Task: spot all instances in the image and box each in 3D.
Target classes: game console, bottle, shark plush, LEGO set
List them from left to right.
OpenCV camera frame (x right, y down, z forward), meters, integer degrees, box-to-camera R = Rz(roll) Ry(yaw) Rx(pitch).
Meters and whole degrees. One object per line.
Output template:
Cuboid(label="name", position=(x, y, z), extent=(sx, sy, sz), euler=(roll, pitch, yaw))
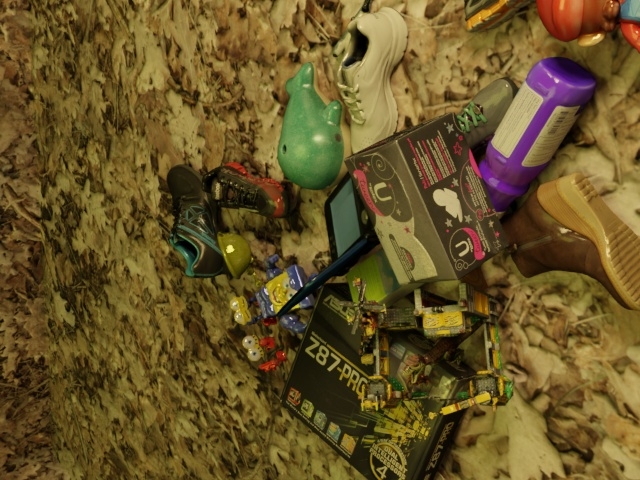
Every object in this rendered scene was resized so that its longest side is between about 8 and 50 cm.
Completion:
Cuboid(label="game console", position=(0.000, 0.000, 1.477), extent=(0.293, 0.173, 0.250), euler=(131, 132, -68))
Cuboid(label="shark plush", position=(0.063, -0.426, 1.465), extent=(0.067, 0.073, 0.161), euler=(-107, 23, -51))
Cuboid(label="LEGO set", position=(0.179, 0.196, 1.327), extent=(0.331, 0.192, 0.255), euler=(0, 77, 32))
Cuboid(label="bottle", position=(0.332, -0.158, 1.195), extent=(0.092, 0.118, 0.283), euler=(46, 135, 25))

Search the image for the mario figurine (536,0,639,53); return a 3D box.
Cuboid(label="mario figurine", position=(0.462, -0.344, 1.020), extent=(0.320, 0.170, 0.198), euler=(13, 75, 35))

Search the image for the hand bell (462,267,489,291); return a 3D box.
Cuboid(label="hand bell", position=(0.234, 0.000, 1.392), extent=(0.242, 0.126, 0.126), euler=(51, 136, 7))

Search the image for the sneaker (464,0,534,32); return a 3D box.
Cuboid(label="sneaker", position=(0.306, -0.413, 1.173), extent=(0.215, 0.084, 0.083), euler=(-22, 80, 50))

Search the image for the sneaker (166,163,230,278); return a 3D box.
Cuboid(label="sneaker", position=(-0.348, -0.056, 1.978), extent=(0.125, 0.139, 0.341), euler=(-46, 67, 47))

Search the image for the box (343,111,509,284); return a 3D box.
Cuboid(label="box", position=(0.175, -0.064, 1.241), extent=(0.163, 0.142, 0.247), euler=(-12, 104, 58))

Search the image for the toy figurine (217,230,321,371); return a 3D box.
Cuboid(label="toy figurine", position=(-0.088, 0.110, 1.781), extent=(0.217, 0.191, 0.362), euler=(-25, 73, 19))

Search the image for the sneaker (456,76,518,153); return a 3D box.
Cuboid(label="sneaker", position=(0.254, -0.192, 1.286), extent=(0.083, 0.098, 0.224), euler=(57, 137, 19))

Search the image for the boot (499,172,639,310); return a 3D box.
Cuboid(label="boot", position=(0.413, 0.025, 1.211), extent=(0.248, 0.090, 0.207), euler=(63, 150, 11))

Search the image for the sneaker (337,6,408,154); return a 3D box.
Cuboid(label="sneaker", position=(0.082, -0.298, 1.425), extent=(0.111, 0.129, 0.297), euler=(23, 120, 40))

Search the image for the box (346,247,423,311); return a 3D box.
Cuboid(label="box", position=(0.136, 0.072, 1.491), extent=(0.178, 0.042, 0.109), euler=(-37, 49, 30))

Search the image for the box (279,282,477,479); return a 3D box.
Cuboid(label="box", position=(0.111, 0.318, 1.572), extent=(0.395, 0.097, 0.318), euler=(34, 110, 37))

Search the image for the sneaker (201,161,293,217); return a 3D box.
Cuboid(label="sneaker", position=(-0.188, -0.114, 1.784), extent=(0.276, 0.135, 0.098), euler=(28, 120, 39))

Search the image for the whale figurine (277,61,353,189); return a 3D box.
Cuboid(label="whale figurine", position=(-0.033, -0.240, 1.559), extent=(0.216, 0.141, 0.272), euler=(-28, 73, 53))

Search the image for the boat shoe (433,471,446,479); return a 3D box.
Cuboid(label="boat shoe", position=(0.218, 0.519, 1.600), extent=(0.206, 0.075, 0.065), euler=(41, 173, 26))
